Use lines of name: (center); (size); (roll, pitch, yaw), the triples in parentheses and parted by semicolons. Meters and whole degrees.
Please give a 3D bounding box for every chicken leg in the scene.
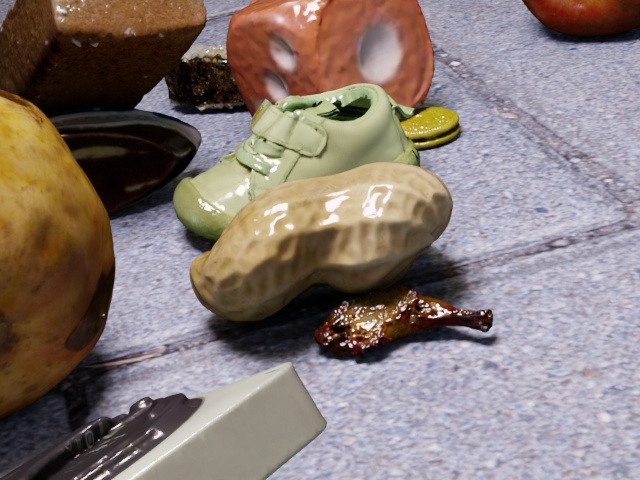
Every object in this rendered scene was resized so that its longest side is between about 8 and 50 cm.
chicken leg: (0.066, 0.065, 1.000); (0.145, 0.037, 0.062); (-13, 35, 4)

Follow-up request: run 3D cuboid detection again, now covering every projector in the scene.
projector: (-0.157, 0.168, 0.710); (0.259, 0.079, 0.257); (-33, 3, -39)

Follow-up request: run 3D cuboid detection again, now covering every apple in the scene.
apple: (0.353, -0.378, 1.584); (0.230, 0.230, 0.230); (-9, 26, 4)

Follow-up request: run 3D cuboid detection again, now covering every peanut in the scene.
peanut: (0.000, 0.000, 1.062); (0.233, 0.110, 0.197); (-12, 1, -6)

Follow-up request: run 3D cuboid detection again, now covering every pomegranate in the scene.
pomegranate: (-0.303, 0.015, 0.968); (0.281, 0.281, 0.281); (-9, 26, 4)

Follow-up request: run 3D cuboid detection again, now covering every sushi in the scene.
sushi: (-0.128, -0.212, 1.590); (0.150, 0.078, 0.090); (0, 22, 23)

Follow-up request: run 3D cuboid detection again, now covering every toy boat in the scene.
toy boat: (-0.259, -0.090, 1.353); (0.262, 0.114, 0.115); (-8, 21, -7)

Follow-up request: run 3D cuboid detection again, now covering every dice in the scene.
dice: (0.009, -0.215, 1.409); (0.175, 0.174, 0.179); (-34, 26, -29)

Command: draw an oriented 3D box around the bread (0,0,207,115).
bread: (-0.271, -0.195, 1.353); (0.165, 0.113, 0.416); (-4, -12, -28)

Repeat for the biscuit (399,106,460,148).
biscuit: (0.116, -0.127, 1.388); (0.084, 0.023, 0.084); (-9, 24, 4)

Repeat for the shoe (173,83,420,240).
shoe: (-0.028, -0.083, 1.266); (0.262, 0.128, 0.140); (-14, 12, -12)
